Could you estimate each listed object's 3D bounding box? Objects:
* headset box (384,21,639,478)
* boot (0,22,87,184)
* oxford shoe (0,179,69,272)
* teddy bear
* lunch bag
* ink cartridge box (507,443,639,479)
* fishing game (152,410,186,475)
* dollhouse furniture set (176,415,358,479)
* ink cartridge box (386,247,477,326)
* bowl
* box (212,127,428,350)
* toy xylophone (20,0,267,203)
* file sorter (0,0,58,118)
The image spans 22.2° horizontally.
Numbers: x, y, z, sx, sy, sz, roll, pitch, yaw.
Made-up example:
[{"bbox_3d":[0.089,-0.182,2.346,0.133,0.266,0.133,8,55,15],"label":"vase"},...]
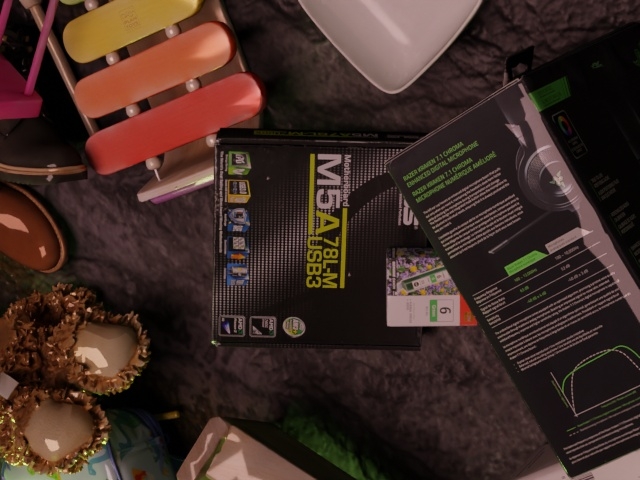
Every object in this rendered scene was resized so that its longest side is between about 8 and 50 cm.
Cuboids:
[{"bbox_3d":[0.206,-0.011,1.208,0.131,0.246,0.283,-32,87,34],"label":"headset box"},{"bbox_3d":[-0.279,-0.133,1.520,0.198,0.077,0.137,23,113,48],"label":"boot"},{"bbox_3d":[-0.342,-0.031,1.619,0.212,0.076,0.076,35,118,14],"label":"oxford shoe"},{"bbox_3d":[-0.291,0.146,1.573,0.338,0.245,0.113,-17,141,35],"label":"teddy bear"},{"bbox_3d":[-0.212,0.281,1.595,0.176,0.090,0.219,-28,81,34],"label":"lunch bag"},{"bbox_3d":[0.294,0.219,1.314,0.237,0.100,0.172,-28,91,34],"label":"ink cartridge box"},{"bbox_3d":[-0.151,0.300,1.634,0.189,0.041,0.264,-8,101,34],"label":"fishing game"},{"bbox_3d":[-0.069,0.389,1.440,0.256,0.362,0.394,31,91,17],"label":"dollhouse furniture set"},{"bbox_3d":[0.113,0.039,1.377,0.115,0.029,0.062,0,109,3],"label":"ink cartridge box"},{"bbox_3d":[0.065,-0.211,1.339,0.142,0.053,0.142,48,123,8],"label":"bowl"},{"bbox_3d":[0.000,0.000,1.402,0.184,0.045,0.190,3,108,1],"label":"box"},{"bbox_3d":[-0.176,-0.186,1.469,0.236,0.081,0.322,-27,90,34],"label":"toy xylophone"},{"bbox_3d":[-0.382,-0.255,1.437,0.291,0.202,0.182,45,127,35],"label":"file sorter"}]
